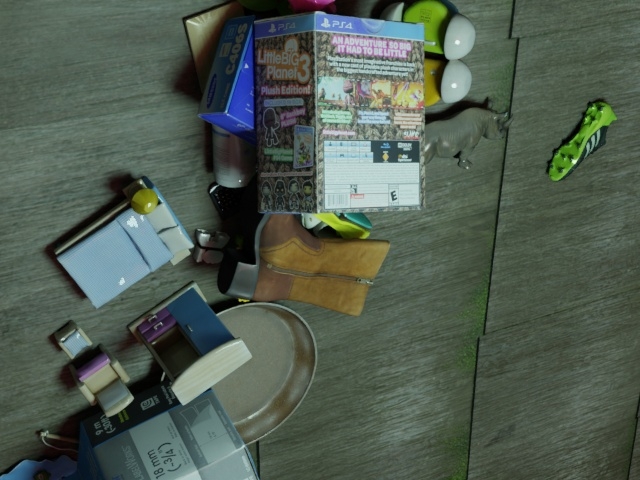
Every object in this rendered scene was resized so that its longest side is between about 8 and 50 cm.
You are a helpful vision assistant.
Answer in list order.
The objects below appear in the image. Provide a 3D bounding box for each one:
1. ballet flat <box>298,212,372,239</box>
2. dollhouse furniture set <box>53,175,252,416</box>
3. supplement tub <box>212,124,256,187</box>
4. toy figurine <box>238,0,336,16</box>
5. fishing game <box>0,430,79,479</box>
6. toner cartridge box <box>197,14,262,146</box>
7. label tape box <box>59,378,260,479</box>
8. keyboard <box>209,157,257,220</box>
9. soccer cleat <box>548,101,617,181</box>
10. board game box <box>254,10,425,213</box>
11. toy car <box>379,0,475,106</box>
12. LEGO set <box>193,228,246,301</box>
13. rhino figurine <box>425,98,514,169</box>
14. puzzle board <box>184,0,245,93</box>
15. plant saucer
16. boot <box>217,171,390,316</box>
[{"bbox_3d":[0.008,-0.044,2.106,0.077,0.077,0.231,-39,144,12],"label":"ballet flat"},{"bbox_3d":[-0.302,0.103,1.935,0.286,0.198,0.303,-35,129,-10],"label":"dollhouse furniture set"},{"bbox_3d":[-0.138,-0.147,1.971,0.071,0.071,0.107,-13,123,-25],"label":"supplement tub"},{"bbox_3d":[-0.031,-0.375,1.840,0.130,0.159,0.173,-52,132,-1],"label":"toy figurine"},{"bbox_3d":[-0.487,0.452,2.129,0.189,0.041,0.264,23,103,-41],"label":"fishing game"},{"bbox_3d":[-0.025,-0.207,1.955,0.348,0.075,0.165,26,73,-41],"label":"toner cartridge box"},{"bbox_3d":[-0.297,0.374,2.011,0.334,0.240,0.106,-25,126,-11],"label":"label tape box"},{"bbox_3d":[-0.086,-0.094,2.055,0.192,0.038,0.100,-32,129,-10],"label":"keyboard"},{"bbox_3d":[0.506,-0.182,2.351,0.072,0.060,0.179,31,95,-41],"label":"soccer cleat"},{"bbox_3d":[0.032,-0.187,1.859,0.232,0.141,0.291,-3,94,-43],"label":"board game box"},{"bbox_3d":[0.185,-0.320,2.036,0.136,0.159,0.182,-43,141,-51],"label":"toy car"},{"bbox_3d":[-0.110,0.052,2.093,0.227,0.087,0.093,8,112,-33],"label":"LEGO set"},{"bbox_3d":[0.250,-0.185,2.184,0.243,0.073,0.106,-21,129,-21],"label":"rhino figurine"},{"bbox_3d":[-0.155,-0.302,1.910,0.096,0.011,0.128,-25,127,-19],"label":"puzzle board"},{"bbox_3d":[-0.152,0.237,2.200,0.311,0.050,0.310,-14,123,-23],"label":"plant saucer"},{"bbox_3d":[0.000,0.000,2.015,0.280,0.096,0.264,9,108,-30],"label":"boot"}]
